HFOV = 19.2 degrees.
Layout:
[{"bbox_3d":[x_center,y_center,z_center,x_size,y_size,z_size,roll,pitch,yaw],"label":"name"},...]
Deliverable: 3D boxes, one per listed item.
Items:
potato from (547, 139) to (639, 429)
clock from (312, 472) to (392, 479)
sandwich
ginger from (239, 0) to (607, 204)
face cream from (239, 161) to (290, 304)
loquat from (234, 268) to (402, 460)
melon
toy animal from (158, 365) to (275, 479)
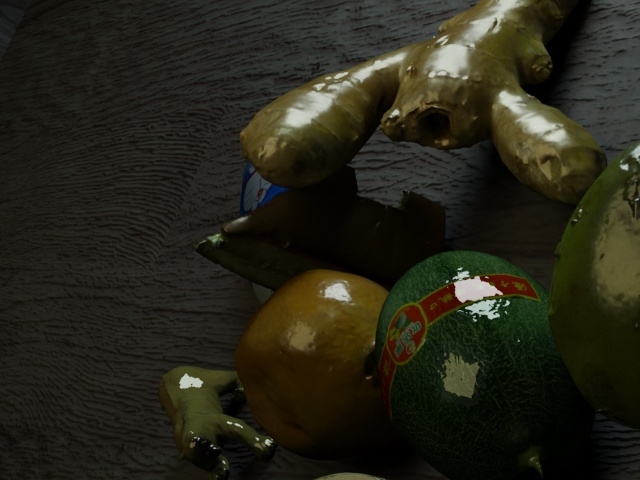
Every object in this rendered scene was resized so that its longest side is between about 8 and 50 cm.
[{"bbox_3d":[0.281,0.028,1.530,0.148,0.186,0.253,46,-125,-79],"label":"potato"},{"bbox_3d":[0.024,0.327,1.710,0.235,0.029,0.235,-11,69,32],"label":"clock"},{"bbox_3d":[0.000,0.000,1.958,0.122,0.235,0.128,-44,30,48],"label":"sandwich"},{"bbox_3d":[0.120,-0.159,1.938,0.363,0.122,0.348,-4,38,17],"label":"ginger"},{"bbox_3d":[-0.034,-0.009,2.179,0.149,0.083,0.264,-48,30,25],"label":"face cream"},{"bbox_3d":[0.009,0.122,1.866,0.234,0.176,0.187,-22,78,64],"label":"loquat"},{"bbox_3d":[0.145,0.118,1.660,0.182,0.182,0.288,-52,31,12],"label":"melon"},{"bbox_3d":[-0.130,0.202,2.101,0.103,0.101,0.219,-49,29,13],"label":"toy animal"}]
